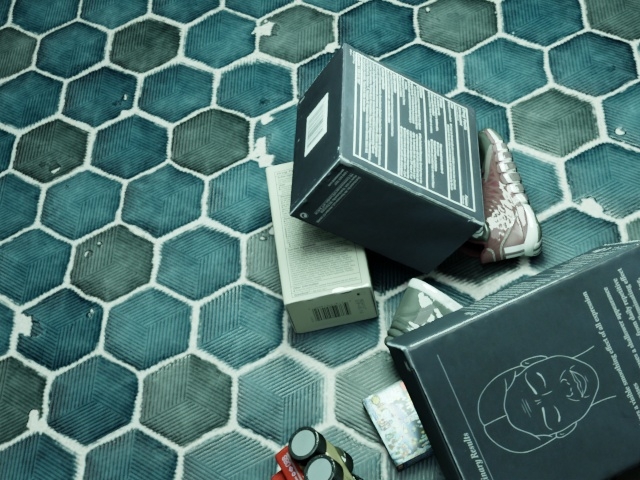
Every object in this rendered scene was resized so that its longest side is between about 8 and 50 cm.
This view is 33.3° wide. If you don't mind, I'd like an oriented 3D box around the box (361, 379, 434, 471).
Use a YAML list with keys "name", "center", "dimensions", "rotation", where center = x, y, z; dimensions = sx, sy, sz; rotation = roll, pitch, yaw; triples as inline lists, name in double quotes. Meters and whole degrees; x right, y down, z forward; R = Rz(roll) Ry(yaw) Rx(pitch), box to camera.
- name: "box"
  center: [0.138, 0.303, 1.773]
  dimensions: [0.094, 0.027, 0.137]
  rotation: [-25, 55, -7]

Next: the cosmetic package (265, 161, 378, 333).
- name: "cosmetic package"
  center: [0.000, 0.000, 1.958]
  dimensions: [0.160, 0.113, 0.309]
  rotation: [-11, 54, 4]

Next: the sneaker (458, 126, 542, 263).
- name: "sneaker"
  center: [0.288, -0.078, 1.958]
  dimensions: [0.162, 0.106, 0.281]
  rotation: [-18, 55, 3]

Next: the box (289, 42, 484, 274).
- name: "box"
  center: [0.116, -0.140, 1.890]
  dimensions: [0.294, 0.183, 0.296]
  rotation: [23, 46, -21]

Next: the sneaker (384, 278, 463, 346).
- name: "sneaker"
  center: [0.237, 0.198, 1.791]
  dimensions: [0.296, 0.104, 0.147]
  rotation: [31, 82, 21]

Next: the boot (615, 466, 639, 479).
- name: "boot"
  center: [0.586, 0.395, 1.595]
  dimensions: [0.305, 0.112, 0.115]
  rotation: [28, 36, 32]

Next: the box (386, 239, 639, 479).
- name: "box"
  center: [0.344, 0.210, 1.610]
  dimensions: [0.395, 0.212, 0.293]
  rotation: [-23, 89, -5]

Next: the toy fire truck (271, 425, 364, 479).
- name: "toy fire truck"
  center: [-0.051, 0.436, 1.658]
  dimensions: [0.246, 0.158, 0.217]
  rotation: [-41, 46, 6]
